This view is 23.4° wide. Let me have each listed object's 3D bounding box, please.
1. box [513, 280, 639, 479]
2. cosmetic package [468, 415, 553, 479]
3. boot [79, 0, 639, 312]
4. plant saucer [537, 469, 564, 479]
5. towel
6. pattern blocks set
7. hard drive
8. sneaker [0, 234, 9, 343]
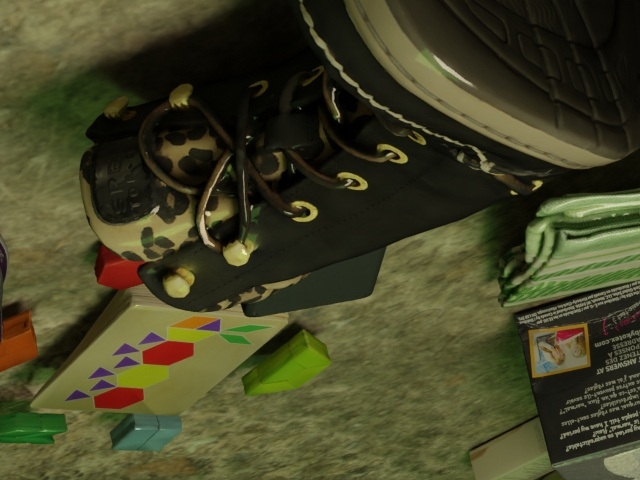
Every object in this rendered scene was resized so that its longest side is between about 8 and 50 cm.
[{"bbox_3d":[0.284,0.141,1.330,0.163,0.142,0.247,-18,155,14],"label":"box"},{"bbox_3d":[0.213,0.216,1.577,0.060,0.041,0.115,11,147,-41],"label":"cosmetic package"},{"bbox_3d":[0.007,-0.059,0.741,0.284,0.138,0.377,-21,176,25],"label":"boot"},{"bbox_3d":[0.309,0.251,1.656,0.241,0.037,0.241,-22,158,-9],"label":"plant saucer"},{"bbox_3d":[0.242,-0.010,1.022,0.248,0.038,0.325,-11,171,0],"label":"towel"},{"bbox_3d":[-0.118,0.080,1.154,0.285,0.026,0.325,15,141,-42],"label":"pattern blocks set"},{"bbox_3d":[0.000,0.000,1.016,0.094,0.022,0.135,-10,145,-17],"label":"hard drive"},{"bbox_3d":[-0.220,0.013,0.893,0.083,0.098,0.224,-12,155,0],"label":"sneaker"}]
